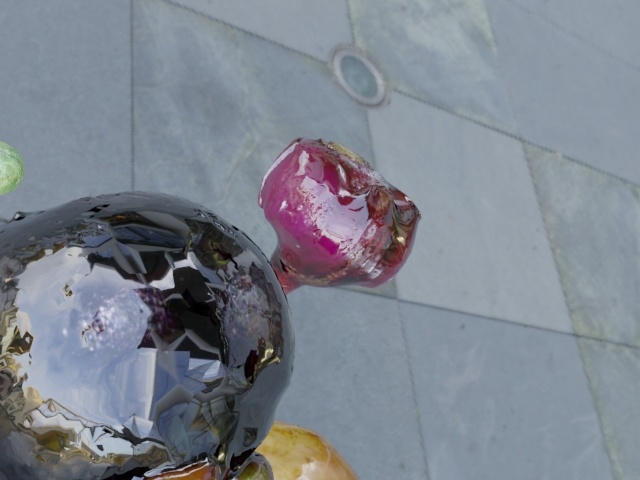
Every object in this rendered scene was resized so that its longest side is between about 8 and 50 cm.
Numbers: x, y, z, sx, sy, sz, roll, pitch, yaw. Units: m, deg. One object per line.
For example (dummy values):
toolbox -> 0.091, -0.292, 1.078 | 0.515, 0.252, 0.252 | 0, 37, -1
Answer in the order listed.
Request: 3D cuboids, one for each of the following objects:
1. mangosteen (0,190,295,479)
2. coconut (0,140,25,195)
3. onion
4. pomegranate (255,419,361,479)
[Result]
mangosteen -> -0.109, 0.097, 0.451 | 0.211, 0.211, 0.250 | -16, 88, -45
coconut -> -0.491, -0.109, 1.215 | 0.088, 0.096, 0.087 | -15, 112, -42
onion -> 0.000, 0.000, 1.844 | 0.398, 0.420, 0.398 | 35, 5, -3
pomegranate -> -0.113, 0.510, 1.377 | 0.410, 0.410, 0.410 | 21, 52, -30
